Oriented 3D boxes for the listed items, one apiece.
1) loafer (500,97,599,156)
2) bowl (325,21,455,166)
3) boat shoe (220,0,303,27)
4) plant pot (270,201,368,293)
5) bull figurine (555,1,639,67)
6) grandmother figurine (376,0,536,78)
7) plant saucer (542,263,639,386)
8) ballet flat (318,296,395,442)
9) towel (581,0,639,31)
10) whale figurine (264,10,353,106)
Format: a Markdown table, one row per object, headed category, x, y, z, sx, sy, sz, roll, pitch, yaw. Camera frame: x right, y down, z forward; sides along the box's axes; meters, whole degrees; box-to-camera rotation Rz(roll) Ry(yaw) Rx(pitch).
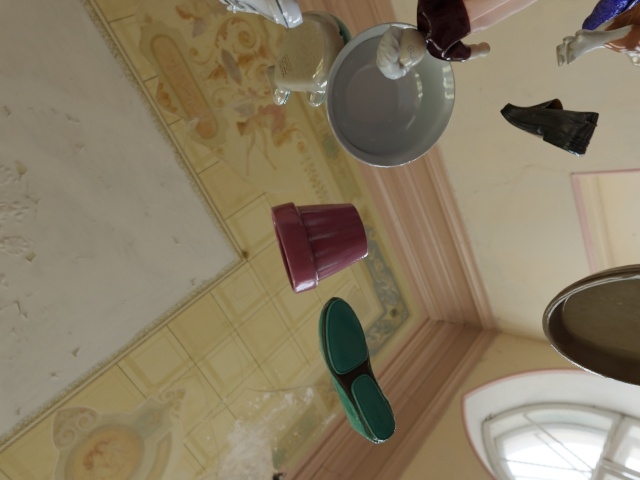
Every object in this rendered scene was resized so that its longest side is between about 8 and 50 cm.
| category | x | y | z | sx | sy | sz | roll | pitch | yaw |
| --- | --- | --- | --- | --- | --- | --- | --- | --- | --- |
| loafer | 0.348 | -0.186 | 0.672 | 0.062 | 0.170 | 0.061 | 9 | -62 | -31 |
| bowl | 0.137 | -0.321 | 0.985 | 0.298 | 0.134 | 0.297 | -5 | -70 | -15 |
| boat shoe | -0.108 | -0.366 | 0.629 | 0.084 | 0.258 | 0.095 | -33 | -37 | 0 |
| plant pot | 0.000 | 0.000 | 0.978 | 0.181 | 0.201 | 0.201 | -15 | -76 | -7 |
| bull figurine | 0.313 | -0.224 | 0.370 | 0.101 | 0.189 | 0.310 | -73 | -30 | -42 |
| grandmother figurine | 0.254 | -0.414 | 0.795 | 0.343 | 0.104 | 0.207 | -30 | -63 | 12 |
| plant saucer | 0.453 | 0.119 | 0.588 | 0.278 | 0.278 | 0.041 | 49 | -130 | -30 |
| ballet flat | 0.044 | 0.216 | 0.733 | 0.083 | 0.087 | 0.247 | -21 | -92 | -30 |
| towel | 0.611 | -0.435 | 0.736 | 0.308 | 0.228 | 0.076 | -21 | -83 | -77 |
| whale figurine | -0.026 | -0.431 | 1.070 | 0.141 | 0.272 | 0.216 | -21 | -89 | -40 |
